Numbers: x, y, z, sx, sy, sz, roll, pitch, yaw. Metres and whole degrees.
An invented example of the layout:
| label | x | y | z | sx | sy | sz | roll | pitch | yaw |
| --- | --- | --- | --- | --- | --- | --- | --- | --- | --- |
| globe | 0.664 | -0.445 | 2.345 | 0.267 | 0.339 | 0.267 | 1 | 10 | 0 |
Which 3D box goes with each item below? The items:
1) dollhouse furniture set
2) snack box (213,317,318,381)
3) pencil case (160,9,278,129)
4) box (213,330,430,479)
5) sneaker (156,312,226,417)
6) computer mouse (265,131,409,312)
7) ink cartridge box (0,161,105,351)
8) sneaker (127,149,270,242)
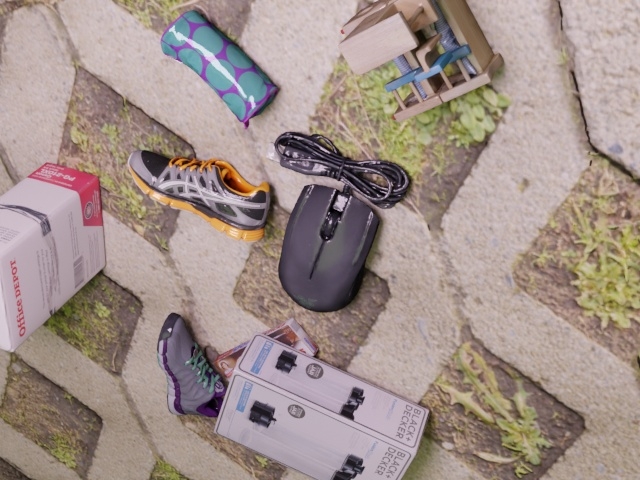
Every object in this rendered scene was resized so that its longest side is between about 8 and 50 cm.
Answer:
| label | x | y | z | sx | sy | sz | roll | pitch | yaw |
| --- | --- | --- | --- | --- | --- | --- | --- | --- | --- |
| dollhouse furniture set | 0.090 | -0.189 | 0.961 | 0.129 | 0.183 | 0.129 | -21 | 110 | 35 |
| snack box | -0.087 | 0.178 | 1.394 | 0.178 | 0.022 | 0.064 | -30 | 106 | 37 |
| pencil case | -0.127 | -0.215 | 1.126 | 0.152 | 0.064 | 0.070 | 43 | 113 | -5 |
| box | -0.001 | 0.273 | 1.356 | 0.290 | 0.087 | 0.169 | 25 | 131 | 3 |
| sneaker | -0.196 | 0.202 | 1.435 | 0.098 | 0.083 | 0.223 | 10 | 136 | 11 |
| computer mouse | 0.000 | 0.000 | 1.202 | 0.188 | 0.072 | 0.272 | 20 | 127 | 12 |
| ink cartridge box | -0.424 | 0.020 | 1.313 | 0.100 | 0.237 | 0.172 | 16 | 126 | 16 |
| sneaker | -0.161 | -0.079 | 1.232 | 0.215 | 0.084 | 0.083 | 26 | 115 | 4 |
